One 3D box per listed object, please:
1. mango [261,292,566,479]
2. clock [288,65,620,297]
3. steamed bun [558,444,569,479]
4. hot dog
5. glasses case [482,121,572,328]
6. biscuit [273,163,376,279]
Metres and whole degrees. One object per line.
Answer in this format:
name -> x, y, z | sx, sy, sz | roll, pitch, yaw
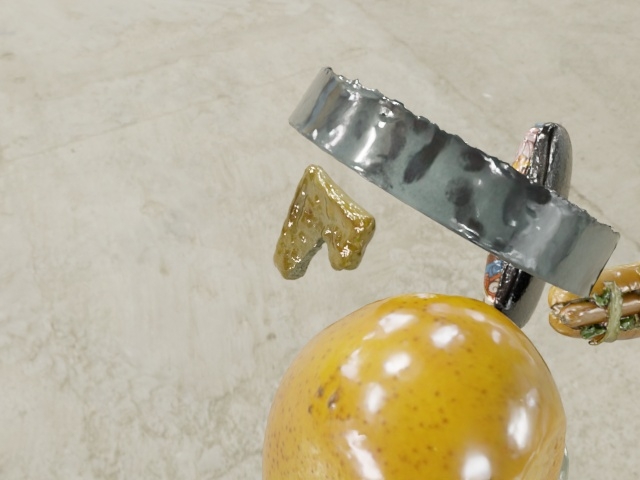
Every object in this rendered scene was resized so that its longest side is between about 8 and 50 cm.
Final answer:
mango -> 0.047, 0.170, 0.405 | 0.159, 0.291, 0.191 | -8, 19, -44
clock -> 0.118, -0.057, 0.555 | 0.312, 0.061, 0.312 | 29, 13, -7
steamed bun -> 0.312, 0.347, 1.019 | 0.280, 0.207, 0.268 | 36, 46, -15
hot dog -> 0.428, 0.088, 0.863 | 0.269, 0.109, 0.072 | -7, 5, -22
glasses case -> 0.317, -0.020, 0.931 | 0.082, 0.122, 0.321 | 13, 87, 36
biscuit -> 0.000, 0.000, 0.854 | 0.039, 0.174, 0.183 | 8, 23, -35
